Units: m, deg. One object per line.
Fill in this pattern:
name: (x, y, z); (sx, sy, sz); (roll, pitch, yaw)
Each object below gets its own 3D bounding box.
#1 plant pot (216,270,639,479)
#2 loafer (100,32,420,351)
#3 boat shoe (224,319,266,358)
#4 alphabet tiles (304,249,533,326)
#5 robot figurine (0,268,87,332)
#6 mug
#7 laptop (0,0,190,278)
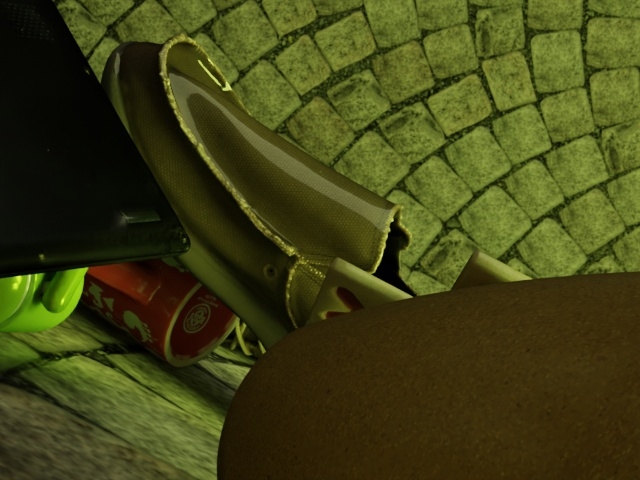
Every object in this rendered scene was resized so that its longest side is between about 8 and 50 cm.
plant pot: (0.077, 0.110, 0.463); (0.237, 0.237, 0.254); (25, -9, -40)
loafer: (0.000, 0.000, 0.791); (0.366, 0.130, 0.134); (52, 23, -2)
boat shoe: (-0.039, 0.061, 1.024); (0.116, 0.123, 0.324); (-15, 40, -32)
alphabet tiles: (0.138, 0.136, 0.628); (0.342, 0.011, 0.285); (28, -35, 5)
robot figurine: (-0.185, 0.021, 0.699); (0.101, 0.067, 0.115); (14, 0, 20)
mug: (-0.152, 0.016, 0.864); (0.169, 0.113, 0.150); (35, 34, 24)
laptop: (-0.351, -0.087, 0.658); (0.382, 0.236, 0.408); (-8, 62, -58)
